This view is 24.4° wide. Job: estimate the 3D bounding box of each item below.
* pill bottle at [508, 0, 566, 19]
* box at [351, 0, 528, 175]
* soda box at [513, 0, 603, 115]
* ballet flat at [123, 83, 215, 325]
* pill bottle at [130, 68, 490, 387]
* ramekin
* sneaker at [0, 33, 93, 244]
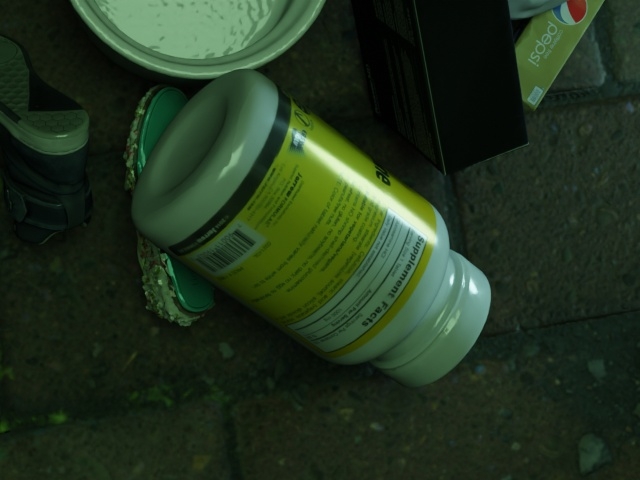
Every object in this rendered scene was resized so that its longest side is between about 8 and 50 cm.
[{"bbox_3d":[0.172,-0.399,1.509,0.176,0.176,0.319,-26,73,-13],"label":"pill bottle"},{"bbox_3d":[0.105,-0.223,1.441,0.103,0.184,0.261,-21,120,-15],"label":"box"},{"bbox_3d":[0.243,-0.221,1.583,0.058,0.061,0.181,35,79,-5],"label":"soda box"},{"bbox_3d":[-0.162,-0.032,1.475,0.091,0.077,0.241,-2,84,-41],"label":"ballet flat"},{"bbox_3d":[0.000,0.000,1.420,0.334,0.188,0.188,36,78,-26],"label":"pill bottle"},{"bbox_3d":[-0.130,-0.286,1.478,0.277,0.135,0.277,1,85,-11],"label":"ramekin"},{"bbox_3d":[-0.299,-0.095,1.453,0.086,0.163,0.226,-25,48,-27],"label":"sneaker"}]
